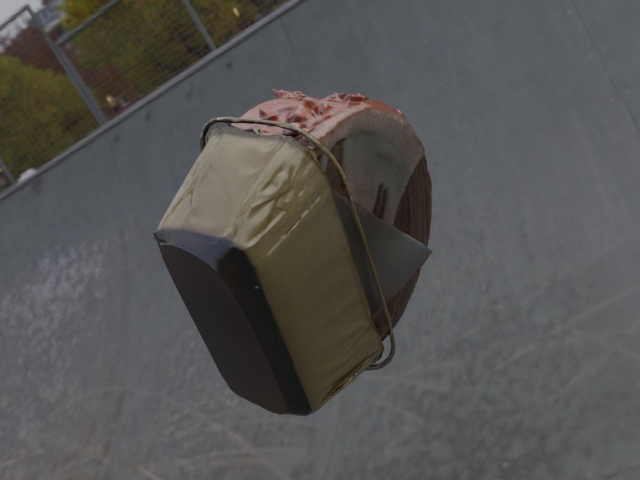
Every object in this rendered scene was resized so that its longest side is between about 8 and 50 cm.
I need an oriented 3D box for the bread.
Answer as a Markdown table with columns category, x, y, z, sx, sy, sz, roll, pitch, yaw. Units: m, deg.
| category | x | y | z | sx | sy | sz | roll | pitch | yaw |
| --- | --- | --- | --- | --- | --- | --- | --- | --- | --- |
| bread | 0.000 | 0.000 | 0.555 | 0.142 | 0.224 | 0.212 | 13 | 46 | 36 |
